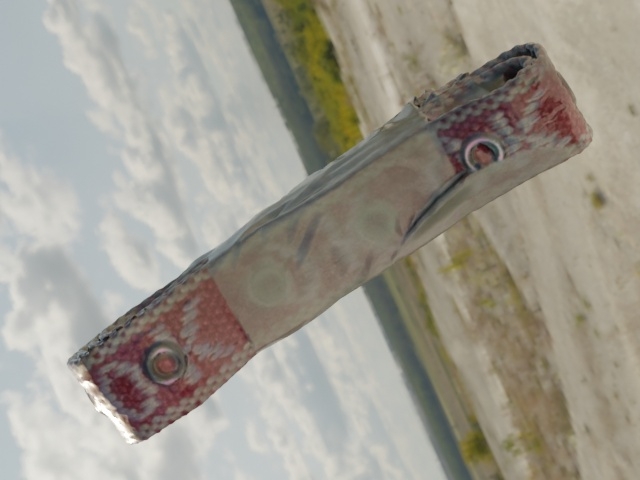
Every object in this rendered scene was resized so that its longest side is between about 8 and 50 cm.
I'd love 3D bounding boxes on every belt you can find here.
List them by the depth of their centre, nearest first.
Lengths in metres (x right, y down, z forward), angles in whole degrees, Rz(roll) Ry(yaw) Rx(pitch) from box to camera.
[{"bbox_3d":[0.000,0.000,0.430,0.053,0.232,0.071,55,-176,-8],"label":"belt"}]
